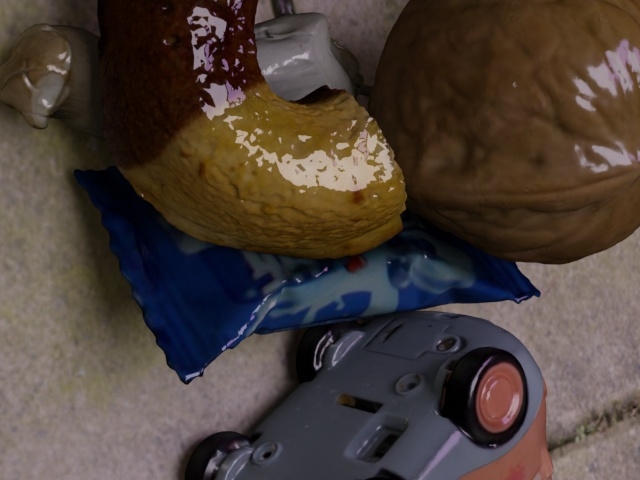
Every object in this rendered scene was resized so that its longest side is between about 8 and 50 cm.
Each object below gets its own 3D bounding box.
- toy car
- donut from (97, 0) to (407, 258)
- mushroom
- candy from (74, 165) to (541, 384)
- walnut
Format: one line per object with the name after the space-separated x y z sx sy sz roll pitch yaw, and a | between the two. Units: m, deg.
0.056 0.190 1.111 0.270 0.181 0.212 -47 124 -28 | toy car
-0.061 -0.103 0.967 0.151 0.112 0.295 -31 95 -18 | donut
-0.087 -0.107 1.072 0.278 0.096 0.099 -4 77 -28 | mushroom
0.000 0.000 1.107 0.331 0.077 0.187 -6 52 -38 | candy
0.146 -0.091 1.075 0.228 0.228 0.228 3 84 -36 | walnut
